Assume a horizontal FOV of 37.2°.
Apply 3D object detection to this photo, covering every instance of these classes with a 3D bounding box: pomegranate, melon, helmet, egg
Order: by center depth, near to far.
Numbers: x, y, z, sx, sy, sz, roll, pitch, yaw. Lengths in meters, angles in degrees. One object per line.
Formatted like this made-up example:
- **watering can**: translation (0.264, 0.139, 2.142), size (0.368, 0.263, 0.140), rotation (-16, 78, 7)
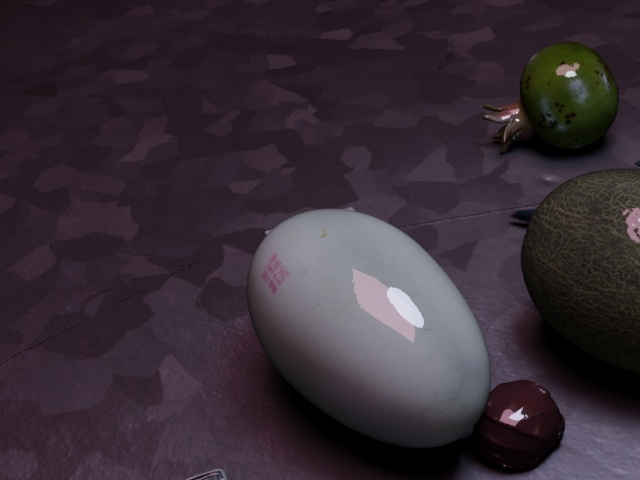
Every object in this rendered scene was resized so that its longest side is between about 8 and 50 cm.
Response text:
- **helmet**: translation (0.227, 0.200, 1.093), size (0.098, 0.070, 0.123), rotation (20, 44, 35)
- **egg**: translation (0.054, 0.099, 1.133), size (0.230, 0.230, 0.371), rotation (-26, 42, -24)
- **melon**: translation (0.392, 0.038, 1.147), size (0.237, 0.238, 0.301), rotation (-33, 44, -32)
- **pomegranate**: translation (0.388, -0.232, 1.611), size (0.224, 0.181, 0.181), rotation (-21, 32, 16)

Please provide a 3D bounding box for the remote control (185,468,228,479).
- **remote control**: translation (-0.116, 0.305, 1.055), size (0.053, 0.018, 0.124), rotation (-15, 35, -12)

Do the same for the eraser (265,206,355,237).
- **eraser**: translation (0.000, 0.000, 1.467), size (0.150, 0.023, 0.104), rotation (-17, 35, -12)

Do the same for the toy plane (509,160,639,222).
- **toy plane**: translation (0.425, -0.035, 1.364), size (0.326, 0.104, 0.223), rotation (7, 66, 26)
